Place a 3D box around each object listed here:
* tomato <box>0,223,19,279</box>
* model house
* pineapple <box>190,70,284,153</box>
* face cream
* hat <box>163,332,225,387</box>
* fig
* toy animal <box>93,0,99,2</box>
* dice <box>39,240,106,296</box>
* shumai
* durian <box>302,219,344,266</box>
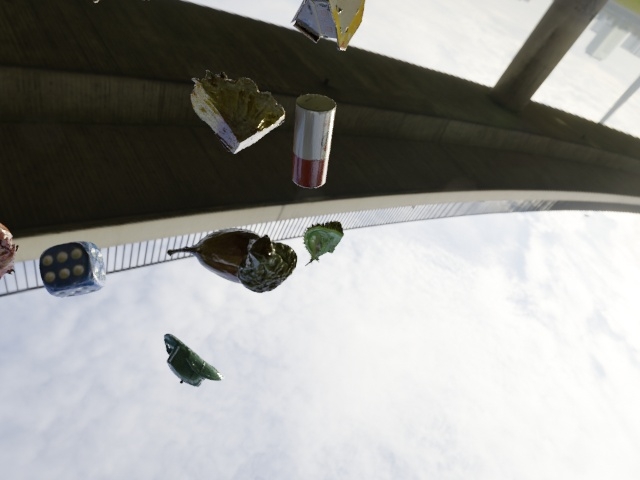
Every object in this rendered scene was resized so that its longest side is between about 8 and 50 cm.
[{"bbox_3d":[-0.852,0.021,0.877,0.170,0.309,0.308,38,-140,24],"label":"tomato"},{"bbox_3d":[0.019,-0.603,0.977,0.135,0.207,0.220,18,-107,21],"label":"model house"},{"bbox_3d":[-0.199,-0.308,0.989,0.236,0.114,0.186,13,-107,-16],"label":"pineapple"},{"bbox_3d":[-0.021,-0.246,1.028,0.095,0.214,0.096,4,-138,-4],"label":"face cream"},{"bbox_3d":[-0.328,0.312,1.004,0.191,0.138,0.078,46,-123,-20],"label":"hat"},{"bbox_3d":[-0.282,0.036,1.130,0.273,0.170,0.146,7,-117,-10],"label":"fig"},{"bbox_3d":[-0.249,-0.407,0.608,0.178,0.089,0.188,-4,-165,8],"label":"toy animal"},{"bbox_3d":[-0.741,0.086,1.229,0.142,0.146,0.147,-14,-102,-11],"label":"dice"},{"bbox_3d":[-0.113,0.037,0.779,0.123,0.087,0.099,-34,-129,-2],"label":"shumai"},{"bbox_3d":[0.000,0.000,1.201,0.086,0.215,0.100,-1,-116,-33],"label":"durian"}]
